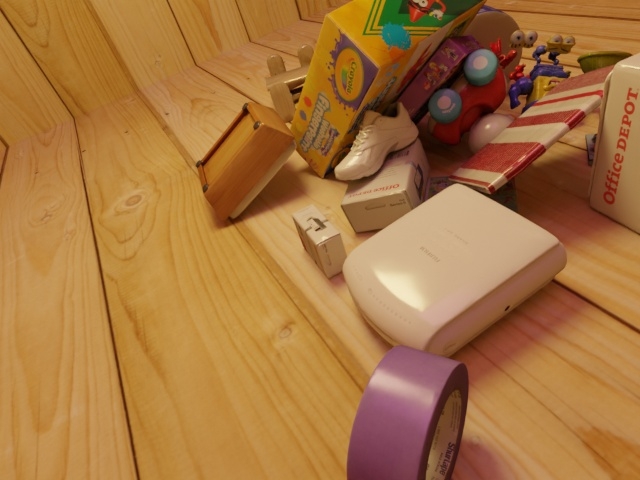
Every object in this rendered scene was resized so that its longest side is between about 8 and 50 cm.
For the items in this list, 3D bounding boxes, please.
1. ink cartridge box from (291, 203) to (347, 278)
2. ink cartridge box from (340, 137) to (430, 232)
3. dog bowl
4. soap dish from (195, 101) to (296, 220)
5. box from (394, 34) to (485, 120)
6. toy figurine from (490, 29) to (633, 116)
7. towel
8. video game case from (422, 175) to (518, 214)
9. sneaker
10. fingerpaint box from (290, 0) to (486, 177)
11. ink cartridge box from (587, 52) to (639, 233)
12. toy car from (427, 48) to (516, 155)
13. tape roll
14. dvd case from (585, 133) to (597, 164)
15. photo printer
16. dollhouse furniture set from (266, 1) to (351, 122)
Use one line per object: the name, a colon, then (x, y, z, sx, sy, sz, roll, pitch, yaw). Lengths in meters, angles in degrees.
ink cartridge box: (0.000, 0.000, 0.910, 0.056, 0.099, 0.135, -27, 40, -11)
ink cartridge box: (0.152, -0.126, 0.986, 0.154, 0.093, 0.212, -10, 36, 30)
dog bowl: (0.421, -0.514, 1.216, 0.265, 0.264, 0.104, -20, 40, -1)
soap dish: (-0.211, -0.224, 1.165, 0.291, 0.118, 0.229, -47, 37, 14)
box: (0.267, -0.374, 1.092, 0.057, 0.293, 0.201, 47, 40, 5)
toy figurine: (0.587, -0.366, 1.099, 0.363, 0.191, 0.217, 4, 82, -8)
towel: (0.419, -0.211, 0.842, 0.329, 0.037, 0.237, -41, 9, 7)
video game case: (0.311, -0.083, 0.940, 0.213, 0.023, 0.193, -1, 42, 21)
sneaker: (0.109, -0.227, 0.963, 0.232, 0.115, 0.090, -42, 32, -17)
fingerpaint box: (0.132, -0.406, 1.073, 0.371, 0.445, 0.163, -40, 84, -23)
ink cartridge box: (0.625, -0.103, 0.619, 0.166, 0.285, 0.395, -24, 39, -8)
toy car: (0.401, -0.279, 1.021, 0.238, 0.219, 0.210, 45, 101, 16)
tape roll: (0.111, 0.228, 0.517, 0.080, 0.189, 0.189, 9, 46, 32)
dvd case: (0.640, -0.205, 0.955, 0.087, 0.013, 0.119, 3, 44, 26)
photo printer: (0.206, 0.050, 0.745, 0.308, 0.107, 0.256, -32, 42, -10)
dollhouse furniture set: (-0.023, -0.670, 1.598, 0.394, 0.256, 0.362, -16, 38, 4)
